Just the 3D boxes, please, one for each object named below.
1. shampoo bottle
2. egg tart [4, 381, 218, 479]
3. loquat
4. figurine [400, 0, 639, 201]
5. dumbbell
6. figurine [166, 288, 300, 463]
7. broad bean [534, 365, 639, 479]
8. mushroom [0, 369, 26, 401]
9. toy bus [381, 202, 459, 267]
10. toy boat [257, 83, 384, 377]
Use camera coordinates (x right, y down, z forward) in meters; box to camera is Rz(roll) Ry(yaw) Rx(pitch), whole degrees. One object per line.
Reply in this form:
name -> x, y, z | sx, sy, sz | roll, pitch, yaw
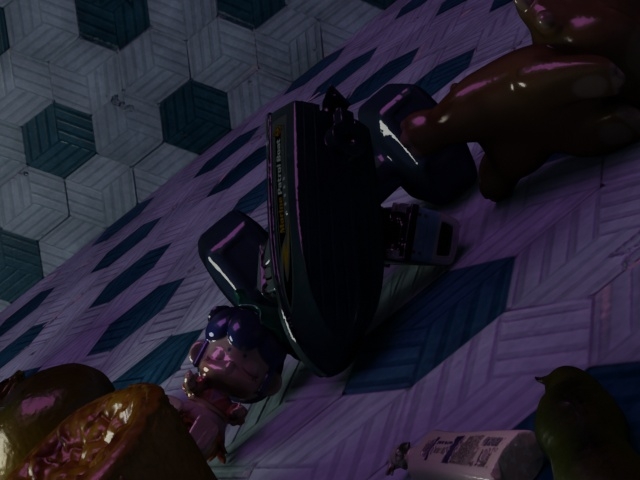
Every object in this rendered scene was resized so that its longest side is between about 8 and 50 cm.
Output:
shampoo bottle -> 0.092, 0.150, 0.751 | 0.049, 0.034, 0.141 | -53, 20, -25
egg tart -> -0.169, 0.230, 0.893 | 0.202, 0.147, 0.202 | -34, 15, 10
loquat -> -0.306, 0.224, 1.244 | 0.195, 0.152, 0.152 | -28, 16, 4
figurine -> 0.227, -0.172, 1.100 | 0.247, 0.177, 0.173 | -33, 38, 44
dumbbell -> 0.019, -0.036, 1.262 | 0.325, 0.144, 0.160 | -38, 17, -6
figurine -> -0.097, 0.132, 1.081 | 0.195, 0.111, 0.102 | -52, -11, -31
broad bean -> 0.160, 0.131, 0.624 | 0.060, 0.043, 0.297 | -10, 17, 0
mushroom -> -0.587, 0.281, 1.648 | 0.331, 0.356, 0.334 | -71, -1, -61
toy bus -> 0.087, -0.003, 1.135 | 0.123, 0.075, 0.060 | -2, 77, 66
toy boat -> -0.002, 0.000, 1.093 | 0.122, 0.114, 0.296 | -38, 45, 46
